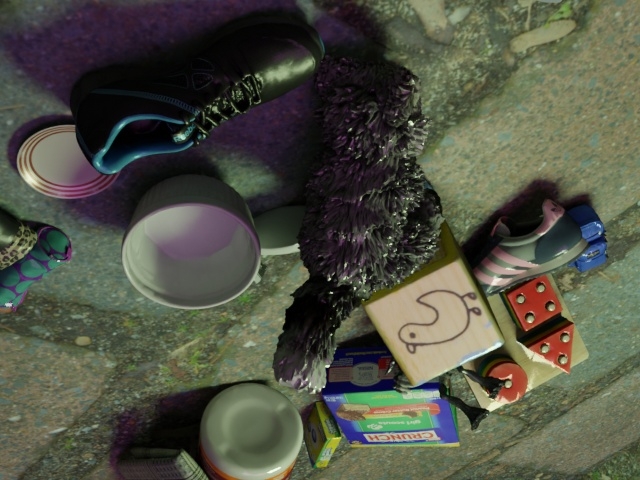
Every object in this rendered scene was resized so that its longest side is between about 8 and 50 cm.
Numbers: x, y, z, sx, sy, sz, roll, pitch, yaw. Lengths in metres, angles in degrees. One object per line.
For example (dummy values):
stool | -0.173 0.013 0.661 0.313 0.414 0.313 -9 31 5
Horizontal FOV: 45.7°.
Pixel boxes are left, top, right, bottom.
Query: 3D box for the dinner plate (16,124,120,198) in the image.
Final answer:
dinner plate | -0.354 -0.113 1.073 0.141 0.017 0.141 -12 141 -10

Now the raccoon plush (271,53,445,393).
raccoon plush | 0.049 -0.040 1.042 0.216 0.446 0.299 4 145 14

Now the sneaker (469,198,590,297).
sneaker | 0.351 0.023 1.481 0.319 0.112 0.131 -28 99 32

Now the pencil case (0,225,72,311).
pencil case | -0.456 0.045 1.184 0.152 0.064 0.070 -36 114 21

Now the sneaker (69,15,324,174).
sneaker | -0.148 -0.178 0.980 0.341 0.139 0.125 -21 139 0

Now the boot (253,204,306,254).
boot | 0.000 0.000 1.293 0.258 0.095 0.123 -13 140 -5

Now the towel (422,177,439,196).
towel | 0.161 -0.077 1.304 0.067 0.029 0.119 -54 141 -3

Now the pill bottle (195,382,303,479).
pill bottle | -0.179 0.521 1.747 0.224 0.224 0.392 -4 140 -18

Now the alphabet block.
alphabet block | 0.193 0.106 1.371 0.192 0.193 0.197 -29 111 10

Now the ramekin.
ramekin | -0.196 -0.005 1.166 0.207 0.109 0.207 -4 129 -5

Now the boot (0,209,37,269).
boot | -0.548 0.002 1.079 0.236 0.085 0.178 -27 144 9

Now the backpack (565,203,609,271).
backpack | 0.517 -0.007 1.496 0.098 0.101 0.120 -27 136 2

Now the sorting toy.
sorting toy | 0.405 0.202 1.567 0.257 0.089 0.255 -29 101 -2

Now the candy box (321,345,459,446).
candy box | 0.166 0.361 1.725 0.268 0.122 0.317 -6 145 13

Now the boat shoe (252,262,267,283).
boat shoe | -0.137 0.020 1.307 0.040 0.049 0.142 -50 137 -17

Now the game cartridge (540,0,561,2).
game cartridge | 0.313 -0.359 1.051 0.083 0.017 0.056 5 140 -27

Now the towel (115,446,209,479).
towel | -0.299 0.593 1.714 0.324 0.056 0.312 -21 108 48

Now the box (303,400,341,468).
box | 0.004 0.471 1.859 0.043 0.105 0.179 -2 138 -22

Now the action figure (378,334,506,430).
action figure | 0.221 0.241 1.500 0.164 0.276 0.141 -57 156 1
